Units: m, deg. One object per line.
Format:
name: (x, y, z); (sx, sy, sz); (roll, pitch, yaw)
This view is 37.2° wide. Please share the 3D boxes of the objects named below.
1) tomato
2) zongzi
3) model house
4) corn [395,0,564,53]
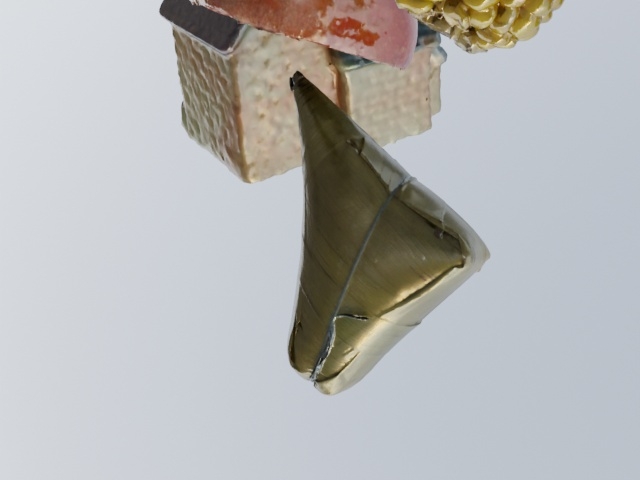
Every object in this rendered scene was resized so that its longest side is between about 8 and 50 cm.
tomato: (-0.012, -0.238, 0.909); (0.237, 0.237, 0.095); (28, -73, 44)
zongzi: (0.000, 0.000, 0.912); (0.256, 0.115, 0.228); (45, -65, 5)
model house: (-0.019, -0.264, 1.168); (0.245, 0.312, 0.280); (42, -34, 52)
corn: (0.128, -0.234, 0.440); (0.102, 0.102, 0.312); (46, -64, 40)
